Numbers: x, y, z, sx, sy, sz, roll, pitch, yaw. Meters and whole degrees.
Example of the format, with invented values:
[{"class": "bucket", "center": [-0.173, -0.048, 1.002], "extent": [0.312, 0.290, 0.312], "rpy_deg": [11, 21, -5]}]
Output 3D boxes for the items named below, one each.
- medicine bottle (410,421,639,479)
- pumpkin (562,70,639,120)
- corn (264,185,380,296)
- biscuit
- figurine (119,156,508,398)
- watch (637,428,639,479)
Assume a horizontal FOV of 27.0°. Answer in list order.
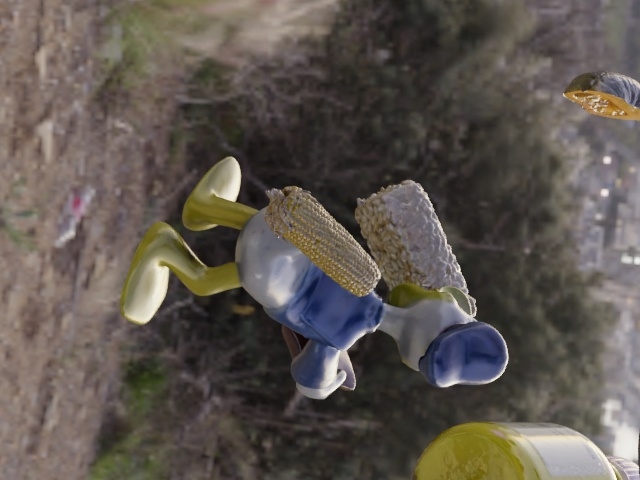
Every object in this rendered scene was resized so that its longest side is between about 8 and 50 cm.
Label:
[{"class": "medicine bottle", "center": [0.174, 0.201, 1.029], "extent": [0.212, 0.122, 0.121], "rpy_deg": [9, 86, -47]}, {"class": "pumpkin", "center": [0.212, -0.109, 0.976], "extent": [0.083, 0.050, 0.028], "rpy_deg": [12, 88, -52]}, {"class": "corn", "center": [0.000, 0.000, 0.718], "extent": [0.083, 0.027, 0.028], "rpy_deg": [44, 63, -25]}, {"class": "biscuit", "center": [0.103, 0.018, 1.412], "extent": [0.082, 0.070, 0.168], "rpy_deg": [-22, 84, -32]}, {"class": "figurine", "center": [0.019, 0.083, 1.299], "extent": [0.204, 0.338, 0.283], "rpy_deg": [-61, 156, -23]}, {"class": "watch", "center": [0.204, 0.164, 0.654], "extent": [0.206, 0.068, 0.193], "rpy_deg": [37, 42, -60]}]
